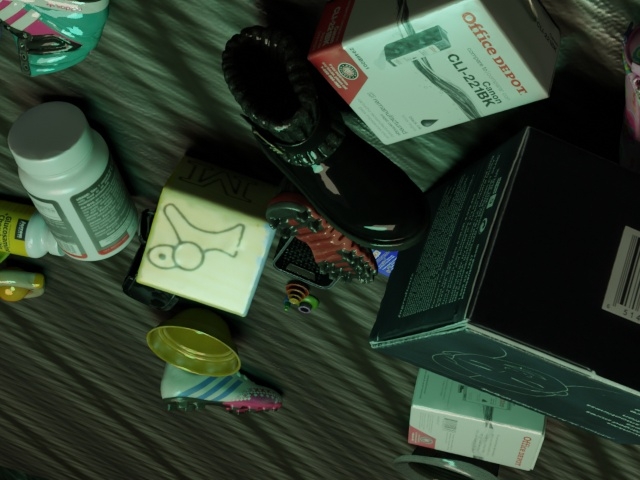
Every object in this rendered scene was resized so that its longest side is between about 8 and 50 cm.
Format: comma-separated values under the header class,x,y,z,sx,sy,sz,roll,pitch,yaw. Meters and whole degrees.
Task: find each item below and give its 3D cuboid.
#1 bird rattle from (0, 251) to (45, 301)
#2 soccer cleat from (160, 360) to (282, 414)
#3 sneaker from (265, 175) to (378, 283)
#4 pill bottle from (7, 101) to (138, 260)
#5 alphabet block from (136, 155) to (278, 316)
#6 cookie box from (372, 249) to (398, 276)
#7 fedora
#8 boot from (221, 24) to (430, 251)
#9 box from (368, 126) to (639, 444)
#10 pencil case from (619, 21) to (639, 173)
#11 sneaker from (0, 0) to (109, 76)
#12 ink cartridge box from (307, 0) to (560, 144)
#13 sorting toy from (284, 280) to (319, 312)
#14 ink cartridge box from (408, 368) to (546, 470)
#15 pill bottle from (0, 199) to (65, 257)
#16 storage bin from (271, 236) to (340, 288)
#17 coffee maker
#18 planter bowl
class,x,y,z,sx,sy,sz,roll,pitch,yaw
bird rattle,-0.723,0.104,2.352,0.207,0.143,0.253,9,154,-19
soccer cleat,-0.225,0.336,2.495,0.331,0.143,0.116,11,162,-38
sneaker,0.018,-0.029,1.732,0.098,0.135,0.276,-10,144,34
pill bottle,-0.437,-0.104,1.866,0.161,0.161,0.283,7,146,14
alphabet block,-0.183,-0.011,1.805,0.197,0.193,0.192,19,109,-4
cookie box,0.140,0.030,1.920,0.107,0.040,0.092,26,147,-15
fedora,0.316,0.508,2.473,0.275,0.124,0.244,-5,147,47
boot,0.008,-0.137,1.503,0.348,0.131,0.260,37,168,15
box,0.385,0.100,1.562,0.480,0.297,0.472,22,166,-8
pencil case,0.457,-0.166,1.406,0.124,0.124,0.284,5,148,18
sneaker,-0.459,-0.339,1.569,0.296,0.123,0.178,15,138,1
ink cartridge box,0.154,-0.258,1.412,0.273,0.114,0.197,-14,136,38
sorting toy,-0.045,0.125,2.146,0.061,0.042,0.102,-1,144,26
ink cartridge box,0.342,0.386,2.295,0.283,0.117,0.207,11,147,9
pill bottle,-0.600,-0.022,2.117,0.184,0.103,0.103,10,147,9
storage bin,0.000,0.000,1.899,0.122,0.084,0.180,23,146,-10
coffee maker,-0.294,0.039,2.001,0.120,0.178,0.171,13,147,6
planter bowl,-0.268,0.211,2.331,0.217,0.090,0.217,12,147,8
